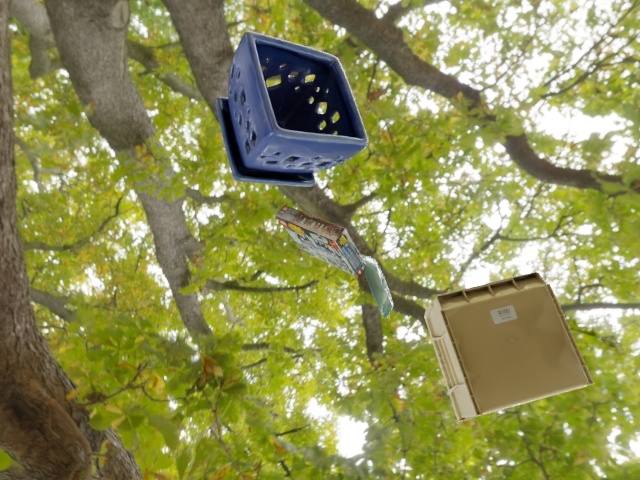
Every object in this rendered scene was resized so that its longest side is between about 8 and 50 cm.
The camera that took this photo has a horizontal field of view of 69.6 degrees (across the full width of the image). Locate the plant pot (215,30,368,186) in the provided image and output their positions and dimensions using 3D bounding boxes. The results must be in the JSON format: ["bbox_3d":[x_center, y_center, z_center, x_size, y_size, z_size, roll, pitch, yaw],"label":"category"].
[{"bbox_3d":[-0.076,-0.242,0.946,0.235,0.212,0.236,-2,-115,-38],"label":"plant pot"}]

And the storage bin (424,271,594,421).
[{"bbox_3d":[0.398,0.229,1.013,0.262,0.123,0.261,-13,-111,-6],"label":"storage bin"}]

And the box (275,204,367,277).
[{"bbox_3d":[0.000,0.000,0.712,0.137,0.094,0.027,23,-114,43],"label":"box"}]

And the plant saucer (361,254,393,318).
[{"bbox_3d":[0.102,0.077,0.806,0.021,0.119,0.119,-21,-118,10],"label":"plant saucer"}]
